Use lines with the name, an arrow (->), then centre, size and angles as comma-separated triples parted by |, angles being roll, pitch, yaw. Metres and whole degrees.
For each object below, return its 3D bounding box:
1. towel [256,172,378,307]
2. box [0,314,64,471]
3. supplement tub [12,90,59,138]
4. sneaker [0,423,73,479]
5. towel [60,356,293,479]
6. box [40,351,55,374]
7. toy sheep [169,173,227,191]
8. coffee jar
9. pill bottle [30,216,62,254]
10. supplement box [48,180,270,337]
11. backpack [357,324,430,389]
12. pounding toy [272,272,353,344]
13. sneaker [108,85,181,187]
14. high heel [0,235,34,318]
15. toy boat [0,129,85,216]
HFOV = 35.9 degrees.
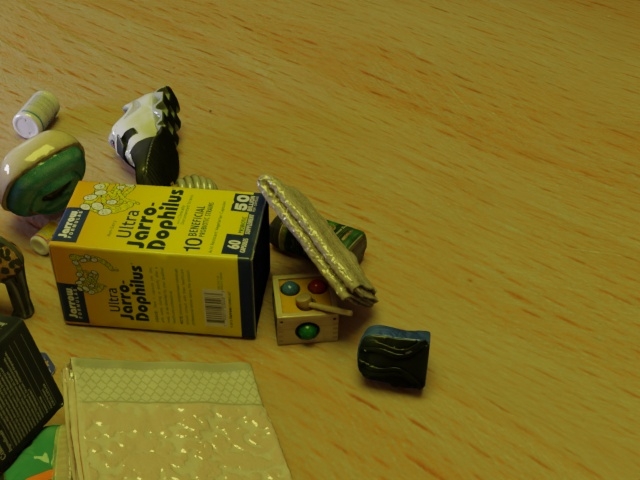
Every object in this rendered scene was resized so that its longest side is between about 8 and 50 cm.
towel -> 0.000, 0.000, 1.767 | 0.049, 0.187, 0.282 | -40, 75, 7
box -> -0.626, 0.257, 1.466 | 0.343, 0.179, 0.312 | 4, 38, 30
supplement tub -> -0.651, -0.288, 2.264 | 0.071, 0.071, 0.107 | 10, 41, 11
sneaker -> -0.413, 0.399, 1.433 | 0.121, 0.108, 0.302 | -10, 39, 3
towel -> -0.215, 0.300, 1.500 | 0.331, 0.053, 0.317 | 6, 36, -26
box -> -0.525, 0.226, 1.686 | 0.136, 0.028, 0.081 | -26, 46, -26
toy sheep -> -0.255, -0.094, 2.032 | 0.132, 0.091, 0.091 | 2, 37, -23
coffee jar -> -0.009, -0.004, 1.930 | 0.184, 0.079, 0.096 | 22, 44, 24
pill bottle -> -0.533, -0.011, 1.956 | 0.043, 0.043, 0.083 | 17, 43, 19
supplement box -> -0.280, 0.032, 1.792 | 0.356, 0.195, 0.194 | 4, 40, 4
backpack -> 0.124, 0.195, 1.686 | 0.120, 0.098, 0.101 | 6, 11, 6
pounding toy -> -0.016, 0.120, 1.764 | 0.130, 0.100, 0.141 | -4, 41, -6
sneaker -> -0.390, -0.198, 2.146 | 0.146, 0.122, 0.331 | -15, 40, 10
high heel -> -0.651, 0.058, 1.760 | 0.261, 0.186, 0.093 | 1, 41, 0
toy boat -> -0.588, -0.074, 1.930 | 0.318, 0.267, 0.148 | -36, 87, -17
